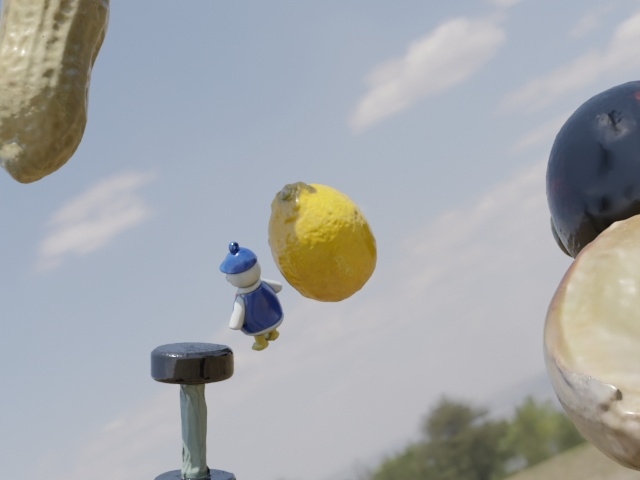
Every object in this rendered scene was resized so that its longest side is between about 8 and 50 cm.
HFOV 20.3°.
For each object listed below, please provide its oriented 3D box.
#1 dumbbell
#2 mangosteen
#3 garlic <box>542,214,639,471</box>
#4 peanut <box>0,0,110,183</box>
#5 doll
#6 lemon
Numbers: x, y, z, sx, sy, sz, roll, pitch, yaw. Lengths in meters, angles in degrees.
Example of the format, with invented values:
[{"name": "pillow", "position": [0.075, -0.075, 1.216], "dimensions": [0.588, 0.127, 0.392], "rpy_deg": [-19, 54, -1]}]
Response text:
[{"name": "dumbbell", "position": [-0.148, 0.218, 2.090], "dimensions": [0.100, 0.191, 0.100], "rpy_deg": [0, 6, 0]}, {"name": "mangosteen", "position": [0.415, -0.046, 2.242], "dimensions": [0.313, 0.297, 0.297], "rpy_deg": [-60, -20, 18]}, {"name": "garlic", "position": [0.269, 0.088, 1.471], "dimensions": [0.196, 0.151, 0.338], "rpy_deg": [-41, 9, 32]}, {"name": "peanut", "position": [-0.225, -0.150, 1.465], "dimensions": [0.090, 0.214, 0.098], "rpy_deg": [14, -13, -9]}, {"name": "doll", "position": [-0.082, 0.063, 2.112], "dimensions": [0.058, 0.143, 0.099], "rpy_deg": [5, 36, 38]}, {"name": "lemon", "position": [0.000, 0.000, 1.948], "dimensions": [0.114, 0.155, 0.114], "rpy_deg": [-22, 30, 14]}]
